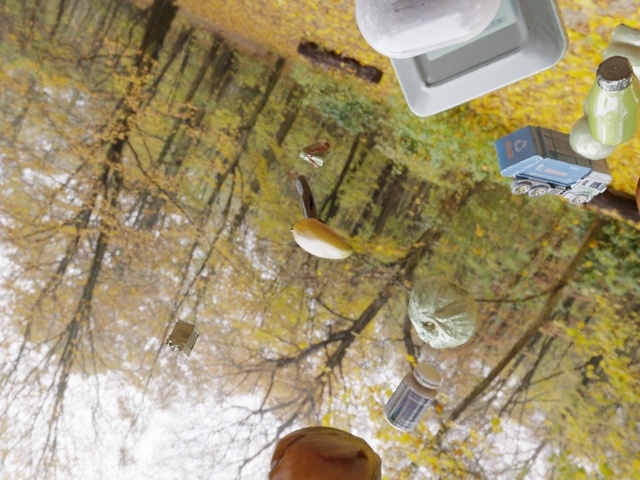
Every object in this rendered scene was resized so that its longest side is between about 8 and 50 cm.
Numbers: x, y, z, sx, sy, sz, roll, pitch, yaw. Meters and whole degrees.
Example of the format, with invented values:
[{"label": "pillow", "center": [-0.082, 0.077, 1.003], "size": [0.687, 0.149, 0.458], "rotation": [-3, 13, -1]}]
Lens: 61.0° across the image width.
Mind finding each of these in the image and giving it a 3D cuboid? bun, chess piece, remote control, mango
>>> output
[{"label": "bun", "center": [0.311, 0.192, 1.427], "size": [0.195, 0.196, 0.118], "rotation": [33, -141, 30]}, {"label": "chess piece", "center": [0.779, -0.376, 1.439], "size": [0.182, 0.331, 0.182], "rotation": [20, -161, -7]}, {"label": "remote control", "center": [0.229, -0.527, 1.179], "size": [0.331, 0.221, 0.103], "rotation": [-7, -164, 28]}, {"label": "remote control", "center": [-0.042, -0.118, 1.730], "size": [0.042, 0.072, 0.222], "rotation": [-7, -128, -14]}, {"label": "mango", "center": [0.000, 0.000, 1.438], "size": [0.187, 0.101, 0.066], "rotation": [26, -132, 16]}]

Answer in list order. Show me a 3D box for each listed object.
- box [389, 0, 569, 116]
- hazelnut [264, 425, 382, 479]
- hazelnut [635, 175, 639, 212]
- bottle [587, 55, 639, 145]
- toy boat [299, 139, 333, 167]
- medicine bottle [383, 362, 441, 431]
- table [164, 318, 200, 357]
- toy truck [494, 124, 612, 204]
[{"label": "box", "center": [0.334, -0.536, 1.280], "size": [0.111, 0.395, 0.397], "rotation": [-42, -70, -53]}, {"label": "hazelnut", "center": [-0.001, 0.689, 1.562], "size": [0.372, 0.372, 0.316], "rotation": [-62, -47, -79]}, {"label": "hazelnut", "center": [0.710, -0.072, 1.015], "size": [0.210, 0.186, 0.210], "rotation": [34, -174, -4]}, {"label": "bottle", "center": [0.662, -0.315, 1.222], "size": [0.112, 0.112, 0.260], "rotation": [34, 180, 32]}, {"label": "toy boat", "center": [-0.006, -0.273, 1.688], "size": [0.071, 0.089, 0.185], "rotation": [31, -154, 6]}, {"label": "medicine bottle", "center": [0.274, 0.459, 1.600], "size": [0.106, 0.192, 0.107], "rotation": [25, -162, -9]}, {"label": "table", "center": [-0.404, 0.287, 1.590], "size": [0.062, 0.083, 0.079], "rotation": [17, 154, 11]}, {"label": "toy truck", "center": [0.697, -0.224, 1.634], "size": [0.366, 0.175, 0.146], "rotation": [8, -118, -19]}]
